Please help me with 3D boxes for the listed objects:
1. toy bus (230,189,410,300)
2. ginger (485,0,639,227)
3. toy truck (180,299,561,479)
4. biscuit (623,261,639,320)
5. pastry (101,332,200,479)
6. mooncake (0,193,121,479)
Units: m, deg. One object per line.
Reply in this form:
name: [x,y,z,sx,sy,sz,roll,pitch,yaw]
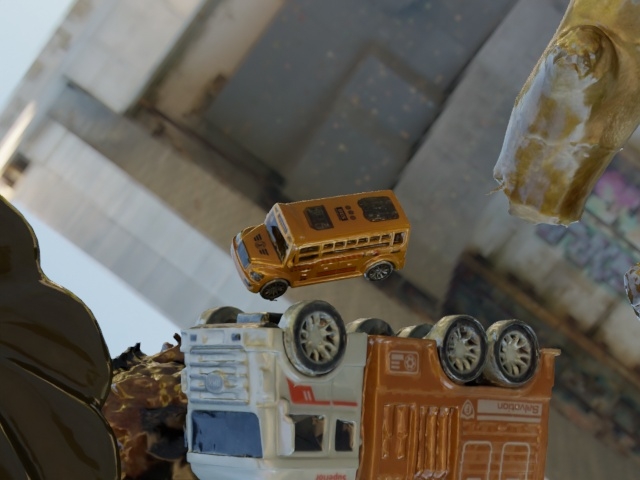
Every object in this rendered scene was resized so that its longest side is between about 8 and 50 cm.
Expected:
toy bus: [0.000,0.000,1.347,0.162,0.074,0.069,-9,-130,-20]
ginger: [0.275,-0.179,1.077,0.166,0.375,0.236,30,164,-1]
toy truck: [0.050,0.173,1.410,0.387,0.207,0.173,8,171,-37]
biscuit: [0.383,0.028,1.087,0.183,0.319,0.047,93,169,-59]
pastry: [-0.188,0.264,1.546,0.337,0.405,0.292,0,-112,-64]
mooncake: [-0.311,0.103,0.963,0.378,0.201,0.378,41,-157,-22]
